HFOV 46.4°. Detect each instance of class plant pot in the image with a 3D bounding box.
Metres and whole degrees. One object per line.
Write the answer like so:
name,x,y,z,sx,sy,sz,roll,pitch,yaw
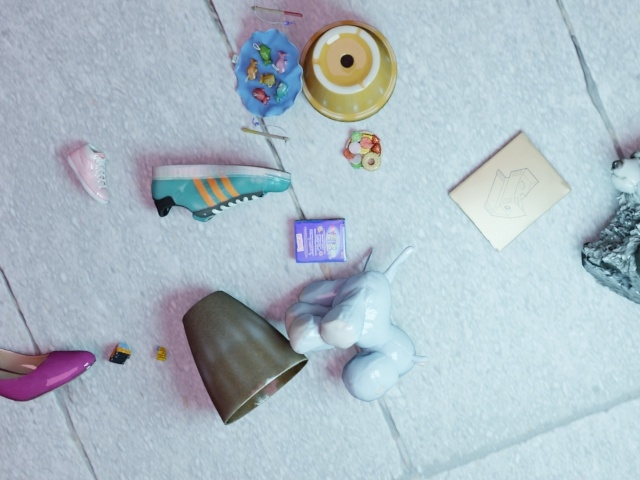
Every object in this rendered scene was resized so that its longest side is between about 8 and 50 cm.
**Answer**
plant pot,0.052,-0.343,1.484,0.205,0.188,0.205,0,95,4
plant pot,-0.179,0.225,1.555,0.215,0.215,0.230,-41,77,6

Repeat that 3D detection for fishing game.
fishing game,-0.115,-0.341,1.525,0.189,0.041,0.264,22,112,35

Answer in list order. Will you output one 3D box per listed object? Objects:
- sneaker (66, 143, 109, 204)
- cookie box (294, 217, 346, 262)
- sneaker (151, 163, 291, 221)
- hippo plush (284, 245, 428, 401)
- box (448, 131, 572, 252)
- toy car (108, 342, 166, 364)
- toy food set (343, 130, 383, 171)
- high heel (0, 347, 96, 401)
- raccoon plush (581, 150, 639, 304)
sneaker,-0.481,-0.147,1.604,0.070,0.051,0.134,-34,88,11
cookie box,0.000,0.000,1.591,0.107,0.040,0.091,-1,95,4
sneaker,-0.207,-0.099,1.569,0.302,0.108,0.121,1,96,12
hippo plush,0.080,0.194,1.551,0.294,0.234,0.236,-44,114,-34
box,0.397,-0.101,1.567,0.201,0.021,0.164,-41,91,5
toy car,-0.403,0.251,1.651,0.122,0.060,0.040,8,51,-13
toy food set,0.092,-0.189,1.579,0.083,0.020,0.083,12,96,3
high heel,-0.677,0.254,1.608,0.377,0.127,0.181,-18,104,8
raccoon plush,0.726,0.001,1.515,0.446,0.216,0.299,37,82,-29
